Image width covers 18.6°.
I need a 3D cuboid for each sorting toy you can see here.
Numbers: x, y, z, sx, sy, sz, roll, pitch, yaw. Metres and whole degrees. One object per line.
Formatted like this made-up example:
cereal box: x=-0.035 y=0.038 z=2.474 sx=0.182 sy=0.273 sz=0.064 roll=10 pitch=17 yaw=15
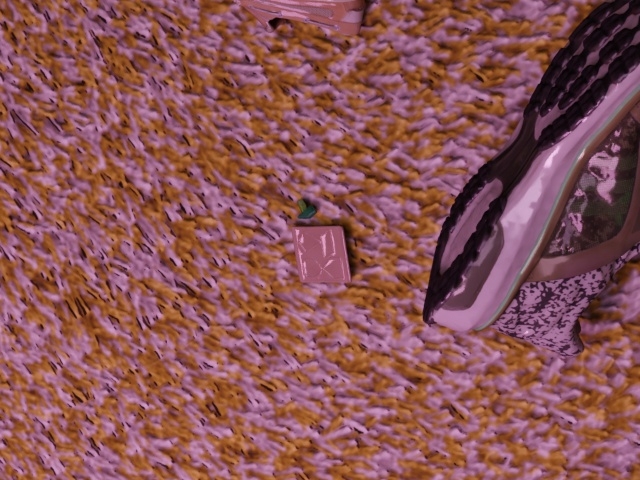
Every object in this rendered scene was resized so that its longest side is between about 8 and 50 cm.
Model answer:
sorting toy: x=0.000 y=0.000 z=1.880 sx=0.062 sy=0.012 sz=0.083 roll=1 pitch=108 yaw=32

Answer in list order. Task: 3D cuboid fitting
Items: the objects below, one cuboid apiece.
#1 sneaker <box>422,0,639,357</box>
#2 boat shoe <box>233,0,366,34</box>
sneaker: x=0.260 y=-0.060 z=1.686 sx=0.182 sy=0.158 sz=0.410 roll=28 pitch=118 yaw=-17
boat shoe: x=-0.049 y=-0.226 z=1.814 sx=0.190 sy=0.068 sz=0.072 roll=15 pitch=122 yaw=23
